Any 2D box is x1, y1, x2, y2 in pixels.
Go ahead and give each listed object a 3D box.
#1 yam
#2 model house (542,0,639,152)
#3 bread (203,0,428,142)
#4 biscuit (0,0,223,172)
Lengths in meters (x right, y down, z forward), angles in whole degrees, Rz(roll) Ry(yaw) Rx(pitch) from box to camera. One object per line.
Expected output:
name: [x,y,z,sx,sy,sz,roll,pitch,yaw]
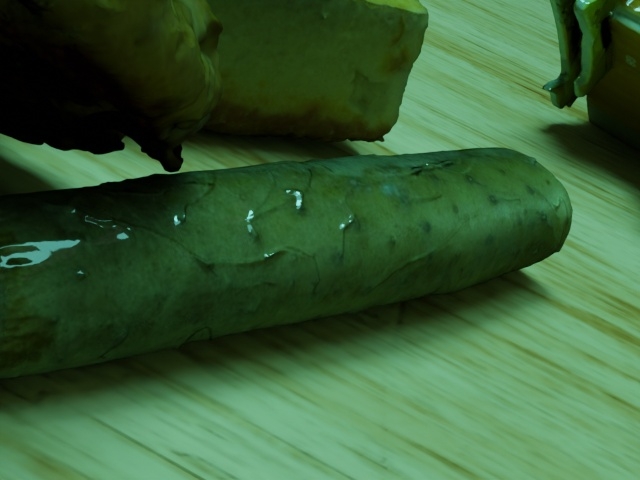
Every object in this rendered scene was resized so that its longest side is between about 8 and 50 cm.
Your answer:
yam: [0.000,0.000,0.537,0.083,0.083,0.371,39,31,30]
model house: [0.340,-0.201,0.871,0.242,0.357,0.313,38,27,25]
bread: [-0.095,-0.145,0.700,0.275,0.114,0.185,6,27,-34]
biscuit: [-0.190,-0.129,0.448,0.334,0.081,0.289,20,-14,7]
